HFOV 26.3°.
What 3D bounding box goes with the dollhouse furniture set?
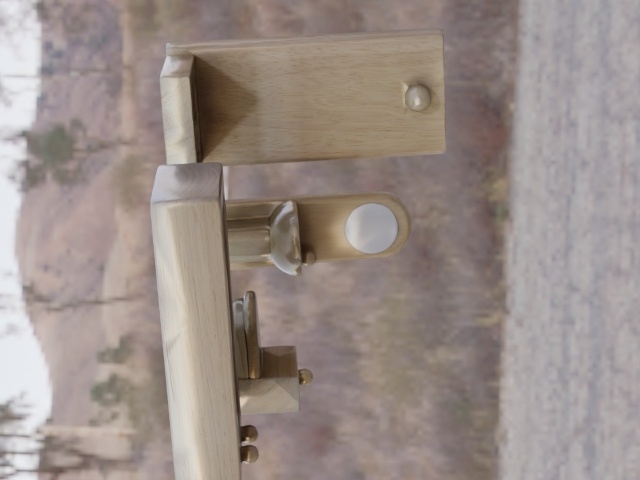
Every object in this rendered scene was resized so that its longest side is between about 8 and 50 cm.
[{"bbox_3d":[0.000,0.000,0.563,0.151,0.123,0.144,-99,6,-71],"label":"dollhouse furniture set"}]
